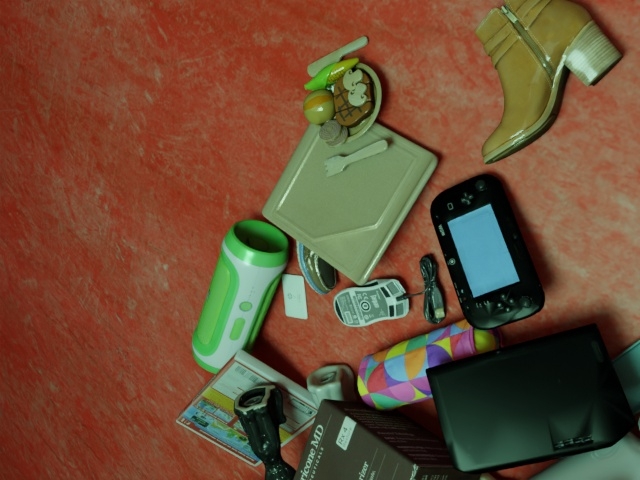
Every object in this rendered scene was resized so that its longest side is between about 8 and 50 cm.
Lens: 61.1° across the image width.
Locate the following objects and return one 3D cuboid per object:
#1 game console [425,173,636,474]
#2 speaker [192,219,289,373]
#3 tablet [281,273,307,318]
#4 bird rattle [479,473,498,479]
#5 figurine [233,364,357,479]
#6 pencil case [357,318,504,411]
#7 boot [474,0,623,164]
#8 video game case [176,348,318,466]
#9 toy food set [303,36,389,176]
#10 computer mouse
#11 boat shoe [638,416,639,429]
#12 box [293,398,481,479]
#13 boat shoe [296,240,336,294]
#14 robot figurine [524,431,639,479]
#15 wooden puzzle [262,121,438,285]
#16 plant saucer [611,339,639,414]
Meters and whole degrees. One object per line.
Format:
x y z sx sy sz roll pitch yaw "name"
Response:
0.220 0.092 0.691 0.213 0.044 0.362 -21 68 18 "game console"
-0.155 0.111 1.022 0.131 0.131 0.297 38 122 25 "speaker"
-0.049 0.104 1.014 0.054 0.006 0.083 3 103 38 "tablet"
0.222 0.446 0.847 0.253 0.143 0.207 5 94 51 "bird rattle"
-0.021 0.348 0.954 0.214 0.092 0.210 -16 100 -3 "figurine"
0.163 0.189 0.814 0.236 0.104 0.104 -31 82 41 "pencil case"
0.238 -0.205 0.665 0.197 0.073 0.152 -46 74 24 "boot"
-0.143 0.342 1.075 0.204 0.025 0.285 34 126 -11 "video game case"
0.030 -0.205 0.810 0.132 0.038 0.192 -19 74 34 "toy food set"
0.107 0.090 0.867 0.193 0.042 0.106 -14 97 34 "computer mouse"
0.461 0.115 0.527 0.105 0.113 0.306 43 100 10 "boat shoe"
0.093 0.360 0.805 0.203 0.167 0.169 19 89 50 "box"
0.000 0.000 0.908 0.066 0.066 0.183 -12 94 38 "boat shoe"
0.319 0.358 0.620 0.353 0.300 0.200 -37 39 11 "robot figurine"
0.038 -0.081 0.843 0.238 0.044 0.221 36 102 30 "wooden puzzle"
0.382 0.186 0.688 0.067 0.018 0.192 48 127 18 "plant saucer"
